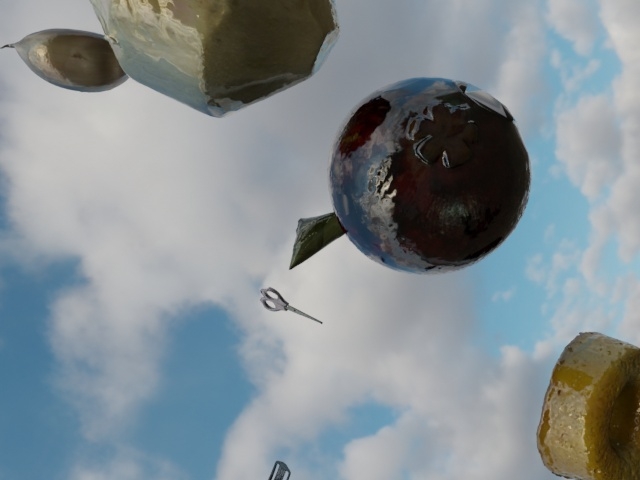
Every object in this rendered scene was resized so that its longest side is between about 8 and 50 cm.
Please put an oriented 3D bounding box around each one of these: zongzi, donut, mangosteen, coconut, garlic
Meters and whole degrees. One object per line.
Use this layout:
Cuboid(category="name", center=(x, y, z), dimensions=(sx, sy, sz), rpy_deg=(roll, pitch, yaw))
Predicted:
Cuboid(category="zongzi", center=(0.000, 0.000, 0.964), dimensions=(0.052, 0.104, 0.113), rpy_deg=(54, -145, -32))
Cuboid(category="donut", center=(0.508, 0.303, 0.985), dimensions=(0.278, 0.108, 0.277), rpy_deg=(0, -90, -27))
Cuboid(category="mangosteen", center=(0.152, -0.091, 0.818), dimensions=(0.311, 0.311, 0.311), rpy_deg=(-15, -69, -45))
Cuboid(category="coconut", center=(-0.136, -0.353, 0.803), dimensions=(0.353, 0.353, 0.352), rpy_deg=(-15, -69, -45))
Cuboid(category="garlic", center=(-0.469, -0.332, 1.004), dimensions=(0.267, 0.148, 0.128), rpy_deg=(11, -103, -11))

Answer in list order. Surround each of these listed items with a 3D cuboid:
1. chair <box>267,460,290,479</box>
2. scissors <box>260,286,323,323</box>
Cuboid(category="chair", center=(-0.175, 0.768, 1.671), dimensions=(0.101, 0.084, 0.212), rpy_deg=(23, -94, -46))
Cuboid(category="scissors", center=(-0.080, 0.185, 1.509), dimensions=(0.015, 0.189, 0.100), rpy_deg=(-56, -14, -38))
